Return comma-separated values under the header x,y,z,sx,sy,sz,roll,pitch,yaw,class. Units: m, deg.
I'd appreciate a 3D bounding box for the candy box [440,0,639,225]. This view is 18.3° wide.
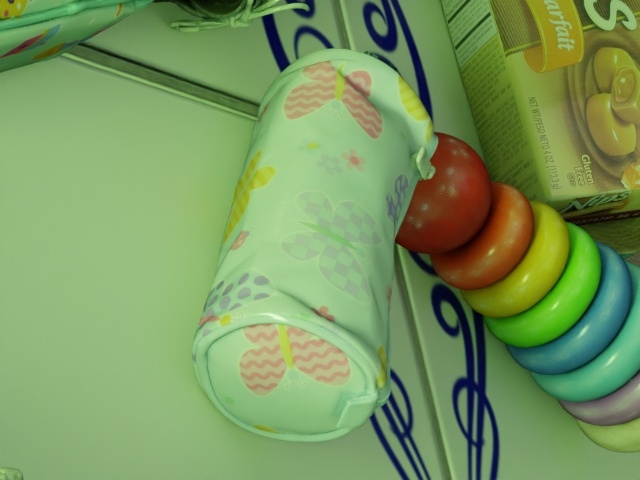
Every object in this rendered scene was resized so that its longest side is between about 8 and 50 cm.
x,y,z,sx,sy,sz,roll,pitch,yaw,class
0.210,-0.173,1.682,0.183,0.087,0.316,-6,72,-25,candy box

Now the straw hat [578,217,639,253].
x,y,z,sx,sy,sz,roll,pitch,yaw,class
0.234,-0.045,1.727,0.144,0.061,0.144,8,66,-18,straw hat

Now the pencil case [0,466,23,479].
x,y,z,sx,sy,sz,roll,pitch,yaw,class
-0.228,0.114,0.816,0.306,0.119,0.133,37,65,-41,pencil case

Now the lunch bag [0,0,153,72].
x,y,z,sx,sy,sz,roll,pitch,yaw,class
-0.215,-0.198,1.068,0.279,0.108,0.224,-23,90,-60,lunch bag

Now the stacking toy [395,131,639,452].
x,y,z,sx,sy,sz,roll,pitch,yaw,class
0.160,0.027,1.518,0.330,0.141,0.141,38,40,-30,stacking toy

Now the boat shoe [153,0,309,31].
x,y,z,sx,sy,sz,roll,pitch,yaw,class
-0.067,-0.179,1.301,0.254,0.095,0.079,2,71,-68,boat shoe

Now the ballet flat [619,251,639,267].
x,y,z,sx,sy,sz,roll,pitch,yaw,class
0.329,0.003,1.838,0.221,0.079,0.077,-9,76,-60,ballet flat

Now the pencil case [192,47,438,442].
x,y,z,sx,sy,sz,roll,pitch,yaw,class
0.000,0.000,1.271,0.124,0.113,0.273,30,42,-15,pencil case
